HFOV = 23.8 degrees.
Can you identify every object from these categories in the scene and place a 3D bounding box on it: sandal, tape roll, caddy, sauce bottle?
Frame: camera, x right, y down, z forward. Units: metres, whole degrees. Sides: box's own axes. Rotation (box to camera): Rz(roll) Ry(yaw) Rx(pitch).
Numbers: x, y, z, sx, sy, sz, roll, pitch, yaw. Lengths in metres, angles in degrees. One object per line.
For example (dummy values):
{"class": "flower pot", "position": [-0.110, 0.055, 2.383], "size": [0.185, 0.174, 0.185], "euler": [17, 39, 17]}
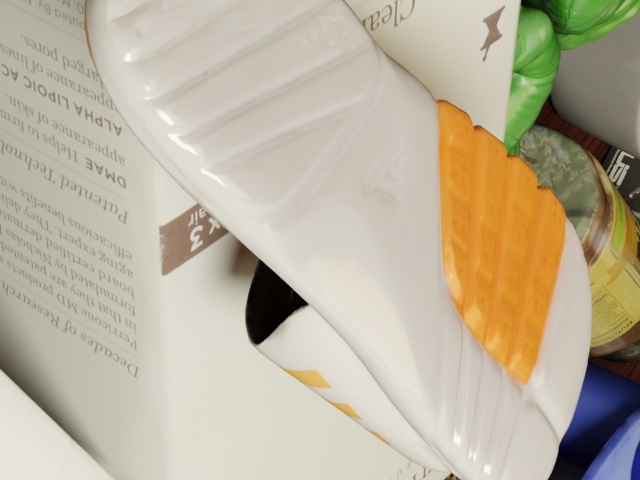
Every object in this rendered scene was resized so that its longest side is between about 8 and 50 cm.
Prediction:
{"class": "sandal", "position": [0.004, -0.009, 0.493], "size": [0.265, 0.076, 0.102], "euler": [46, 59, -38]}
{"class": "tape roll", "position": [0.245, -0.164, 1.033], "size": [0.219, 0.072, 0.219], "euler": [-42, 149, -32]}
{"class": "caddy", "position": [0.200, 0.237, 1.195], "size": [0.241, 0.179, 0.341], "euler": [-52, 149, -20]}
{"class": "sauce bottle", "position": [0.175, 0.018, 1.050], "size": [0.111, 0.111, 0.344], "euler": [-61, 155, -2]}

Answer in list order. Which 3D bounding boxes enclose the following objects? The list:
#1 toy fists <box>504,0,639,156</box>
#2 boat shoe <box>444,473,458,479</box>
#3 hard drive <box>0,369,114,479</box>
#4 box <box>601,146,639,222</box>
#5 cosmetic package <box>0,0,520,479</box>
{"class": "toy fists", "position": [0.106, -0.128, 0.834], "size": [0.279, 0.096, 0.142], "euler": [-53, 148, -15]}
{"class": "boat shoe", "position": [0.036, 0.155, 0.877], "size": [0.123, 0.123, 0.342], "euler": [1, 124, -29]}
{"class": "hard drive", "position": [-0.219, 0.074, 0.414], "size": [0.233, 0.047, 0.353], "euler": [-53, 141, -17]}
{"class": "box", "position": [0.335, -0.095, 1.132], "size": [0.231, 0.183, 0.056], "euler": [-62, 150, 0]}
{"class": "cosmetic package", "position": [-0.042, -0.021, 0.625], "size": [0.217, 0.156, 0.385], "euler": [-37, 141, -35]}
